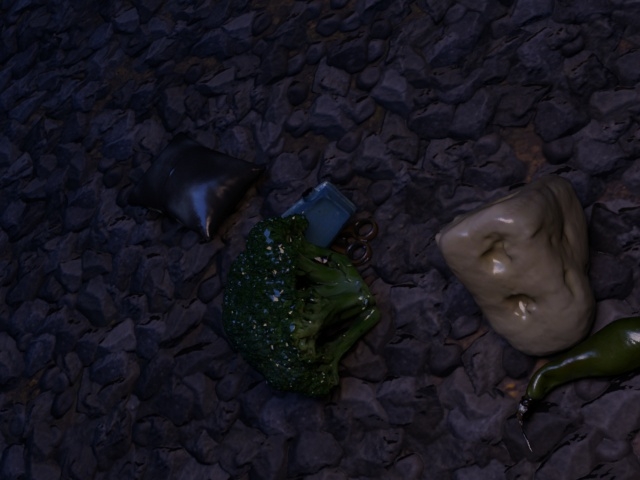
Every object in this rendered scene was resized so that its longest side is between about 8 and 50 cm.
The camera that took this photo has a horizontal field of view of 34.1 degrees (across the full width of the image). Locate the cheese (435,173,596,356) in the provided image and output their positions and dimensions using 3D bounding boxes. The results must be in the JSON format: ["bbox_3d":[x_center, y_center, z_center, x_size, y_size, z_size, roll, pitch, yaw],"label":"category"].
[{"bbox_3d":[0.307,0.024,1.528,0.173,0.251,0.248,-25,15,36],"label":"cheese"}]

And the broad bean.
[{"bbox_3d":[0.401,0.166,1.435,0.318,0.056,0.098,-39,55,15],"label":"broad bean"}]

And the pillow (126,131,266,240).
[{"bbox_3d":[-0.241,-0.108,1.990,0.249,0.106,0.186,22,69,38],"label":"pillow"}]

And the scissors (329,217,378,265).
[{"bbox_3d":[0.000,0.000,1.824,0.220,0.017,0.088,1,67,35],"label":"scissors"}]

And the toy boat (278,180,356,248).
[{"bbox_3d":[-0.047,-0.006,1.792,0.238,0.109,0.098,-44,18,15],"label":"toy boat"}]

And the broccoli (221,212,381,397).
[{"bbox_3d":[-0.034,0.103,1.652,0.245,0.265,0.295,-21,90,-16],"label":"broccoli"}]
